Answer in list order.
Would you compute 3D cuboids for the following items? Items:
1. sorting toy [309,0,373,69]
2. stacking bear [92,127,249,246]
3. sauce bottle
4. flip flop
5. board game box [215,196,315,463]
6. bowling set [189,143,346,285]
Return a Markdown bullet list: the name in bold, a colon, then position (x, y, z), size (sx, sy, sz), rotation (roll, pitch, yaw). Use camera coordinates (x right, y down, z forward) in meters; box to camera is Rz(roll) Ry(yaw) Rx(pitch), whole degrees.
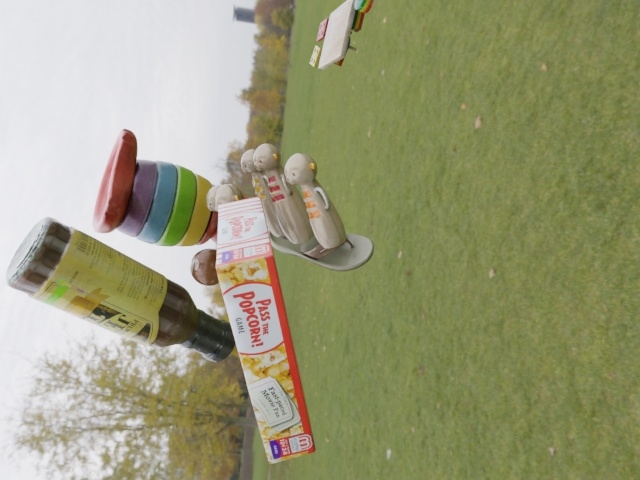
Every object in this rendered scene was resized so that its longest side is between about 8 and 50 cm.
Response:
- **sorting toy**: position (0.049, -0.461, 1.114), size (0.274, 0.046, 0.132), rotation (-163, 85, -67)
- **stacking bear**: position (-0.247, -0.059, 0.903), size (0.164, 0.289, 0.175), rotation (-27, 55, 52)
- **sauce bottle**: position (-0.275, 0.093, 0.739), size (0.111, 0.344, 0.111), rotation (-31, 40, 31)
- **flip flop**: position (0.000, 0.000, 1.241), size (0.080, 0.277, 0.112), rotation (105, -179, -62)
- **board game box**: position (-0.052, 0.074, 0.447), size (0.146, 0.045, 0.193), rotation (-115, 14, -65)
- **bowling set**: position (-0.109, -0.038, 0.692), size (0.154, 0.200, 0.287), rotation (66, 160, -13)
